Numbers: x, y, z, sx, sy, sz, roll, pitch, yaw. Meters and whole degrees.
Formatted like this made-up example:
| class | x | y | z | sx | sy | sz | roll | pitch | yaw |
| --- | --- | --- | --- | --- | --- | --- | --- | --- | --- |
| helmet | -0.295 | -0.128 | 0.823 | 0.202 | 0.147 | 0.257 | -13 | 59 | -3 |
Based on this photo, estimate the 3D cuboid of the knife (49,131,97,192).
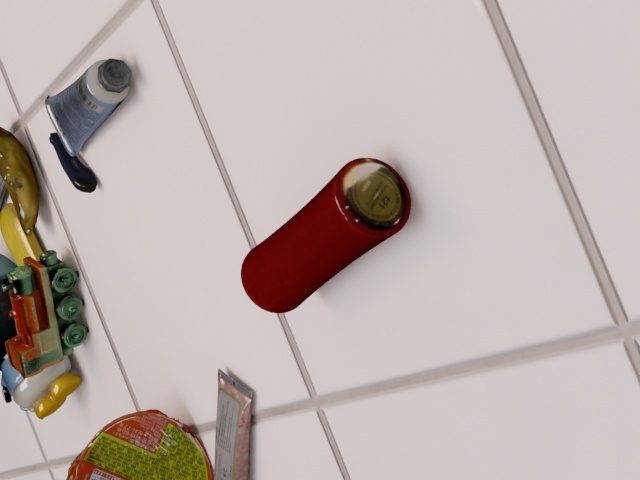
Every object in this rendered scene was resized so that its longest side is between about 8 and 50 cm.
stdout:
| class | x | y | z | sx | sy | sz | roll | pitch | yaw |
| --- | --- | --- | --- | --- | --- | --- | --- | --- | --- |
| knife | -0.335 | -0.108 | 1.715 | 0.121 | 0.031 | 0.018 | 56 | 146 | 30 |

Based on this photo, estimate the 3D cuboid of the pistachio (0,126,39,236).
| class | x | y | z | sx | sy | sz | roll | pitch | yaw |
| --- | --- | --- | --- | --- | --- | --- | --- | --- | --- |
| pistachio | -0.440 | -0.093 | 1.862 | 0.089 | 0.049 | 0.172 | -173 | 61 | -75 |

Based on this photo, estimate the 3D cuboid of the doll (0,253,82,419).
| class | x | y | z | sx | sy | sz | roll | pitch | yaw |
| --- | --- | --- | --- | --- | --- | --- | --- | --- | --- |
| doll | -0.504 | 0.135 | 2.009 | 0.314 | 0.141 | 0.177 | 49 | 113 | 12 |

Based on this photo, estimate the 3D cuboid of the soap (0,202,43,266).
| class | x | y | z | sx | sy | sz | roll | pitch | yaw |
| --- | --- | --- | --- | --- | --- | --- | --- | --- | --- |
| soap | -0.450 | 0.021 | 1.957 | 0.168 | 0.033 | 0.089 | 62 | 150 | 11 |

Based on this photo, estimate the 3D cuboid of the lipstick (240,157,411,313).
| class | x | y | z | sx | sy | sz | roll | pitch | yaw |
| --- | --- | --- | --- | --- | --- | --- | --- | --- | --- |
| lipstick | 0.000 | 0.000 | 1.221 | 0.080 | 0.080 | 0.241 | 64 | 147 | 9 |

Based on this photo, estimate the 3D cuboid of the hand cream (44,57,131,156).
| class | x | y | z | sx | sy | sz | roll | pitch | yaw |
| --- | --- | --- | --- | --- | --- | --- | --- | --- | --- |
| hand cream | -0.296 | -0.172 | 1.595 | 0.088 | 0.055 | 0.256 | 62 | 151 | -3 |

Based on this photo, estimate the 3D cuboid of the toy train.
| class | x | y | z | sx | sy | sz | roll | pitch | yaw |
| --- | --- | --- | --- | --- | --- | --- | --- | --- | --- |
| toy train | -0.408 | 0.104 | 1.862 | 0.074 | 0.118 | 0.175 | 26 | 131 | 44 |

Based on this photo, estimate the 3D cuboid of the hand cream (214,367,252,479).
| class | x | y | z | sx | sy | sz | roll | pitch | yaw |
| --- | --- | --- | --- | --- | --- | --- | --- | --- | --- |
| hand cream | -0.110 | 0.260 | 1.580 | 0.067 | 0.043 | 0.209 | 32 | 127 | 42 |

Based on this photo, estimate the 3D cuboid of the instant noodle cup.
| class | x | y | z | sx | sy | sz | roll | pitch | yaw |
| --- | --- | --- | --- | --- | --- | --- | --- | --- | --- |
| instant noodle cup | -0.264 | 0.332 | 1.740 | 0.212 | 0.193 | 0.193 | -23 | 88 | 66 |

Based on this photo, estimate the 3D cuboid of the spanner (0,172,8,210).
| class | x | y | z | sx | sy | sz | roll | pitch | yaw |
| --- | --- | --- | --- | --- | --- | --- | --- | --- | --- |
| spanner | -0.520 | -0.060 | 2.033 | 0.071 | 0.017 | 0.302 | 60 | 148 | 13 |
